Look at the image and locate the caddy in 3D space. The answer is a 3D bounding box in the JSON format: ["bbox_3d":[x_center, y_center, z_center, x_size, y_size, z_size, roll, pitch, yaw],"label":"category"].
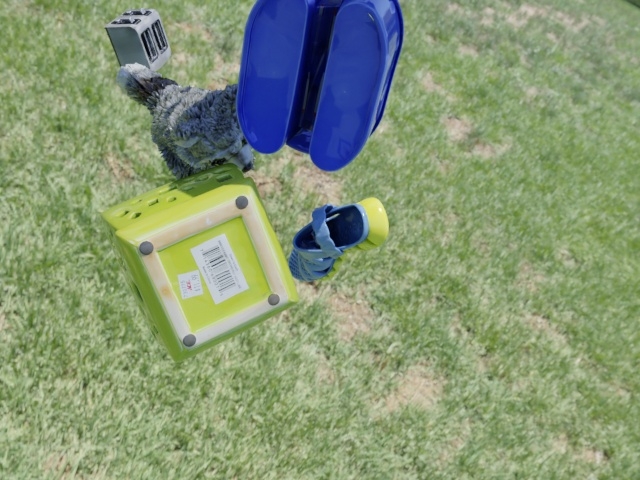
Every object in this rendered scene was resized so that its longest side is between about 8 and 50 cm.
[{"bbox_3d":[-0.001,-0.281,0.988,0.241,0.342,0.179,16,34,3],"label":"caddy"}]

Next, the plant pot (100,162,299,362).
[{"bbox_3d":[-0.167,0.029,0.872,0.227,0.228,0.207,-24,15,-16],"label":"plant pot"}]

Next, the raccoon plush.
[{"bbox_3d":[-0.309,-0.264,1.243,0.446,0.216,0.299,27,-11,9],"label":"raccoon plush"}]

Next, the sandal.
[{"bbox_3d":[0.000,0.000,1.239,0.138,0.317,0.126,-3,67,-30],"label":"sandal"}]

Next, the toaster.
[{"bbox_3d":[-0.553,-0.598,1.845,0.110,0.186,0.168,-1,37,16],"label":"toaster"}]
